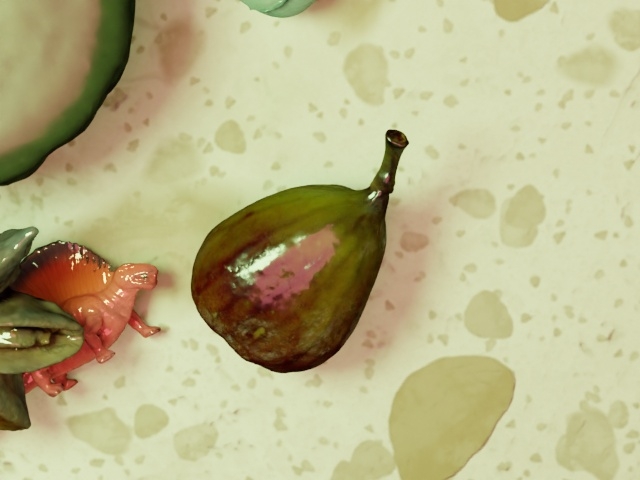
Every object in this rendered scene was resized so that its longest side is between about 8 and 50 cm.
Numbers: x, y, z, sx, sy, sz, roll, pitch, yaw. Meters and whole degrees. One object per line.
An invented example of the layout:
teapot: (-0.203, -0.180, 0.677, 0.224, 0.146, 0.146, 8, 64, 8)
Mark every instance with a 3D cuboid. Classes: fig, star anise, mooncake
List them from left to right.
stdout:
star anise: (-0.379, 0.062, 1.637, 0.315, 0.108, 0.315, 5, 113, 12)
mooncake: (-0.348, -0.222, 1.589, 0.356, 0.194, 0.356, -1, 96, -5)
fig: (0.000, -0.001, 1.636, 0.170, 0.145, 0.274, 40, 114, -4)

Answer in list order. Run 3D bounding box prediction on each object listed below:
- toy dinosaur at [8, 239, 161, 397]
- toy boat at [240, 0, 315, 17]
toy dinosaur: (-0.286, 0.090, 1.727, 0.286, 0.070, 0.139, -34, 86, 13)
toy boat: (-0.049, -0.314, 1.624, 0.134, 0.079, 0.208, -10, 100, 34)
